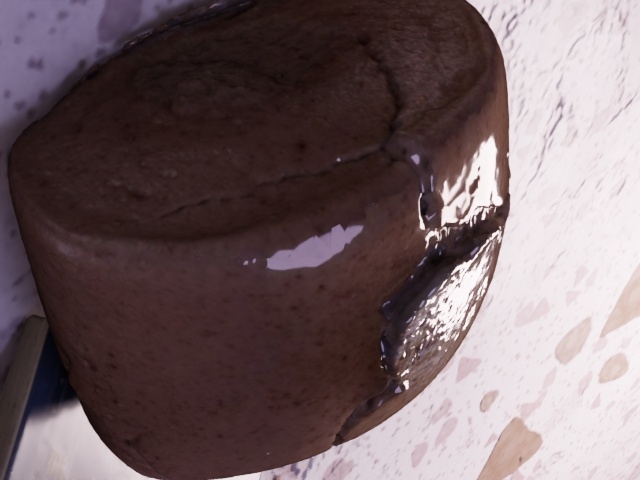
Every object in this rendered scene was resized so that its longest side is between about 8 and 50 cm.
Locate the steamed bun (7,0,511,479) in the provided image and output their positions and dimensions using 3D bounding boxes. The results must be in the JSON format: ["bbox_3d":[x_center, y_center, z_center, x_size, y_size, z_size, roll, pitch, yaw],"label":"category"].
[{"bbox_3d":[0.000,0.000,0.683,0.301,0.199,0.251,-33,133,-28],"label":"steamed bun"}]

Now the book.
[{"bbox_3d":[-0.124,0.179,0.782,0.269,0.025,0.190,39,59,-55],"label":"book"}]
